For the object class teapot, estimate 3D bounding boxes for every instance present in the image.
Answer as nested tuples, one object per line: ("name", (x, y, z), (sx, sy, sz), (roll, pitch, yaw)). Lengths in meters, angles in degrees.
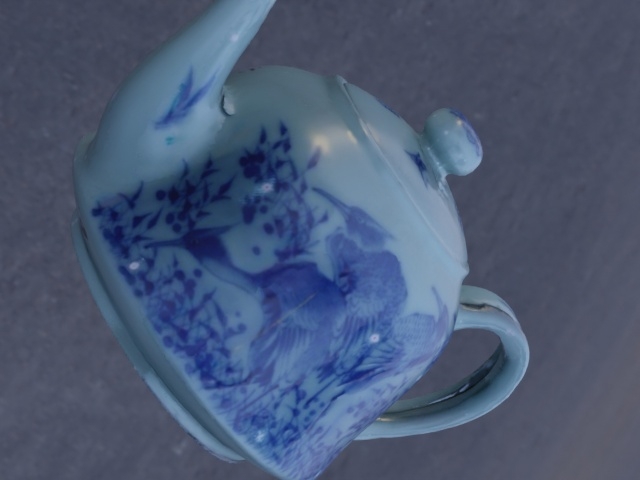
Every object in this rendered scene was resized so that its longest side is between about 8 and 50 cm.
("teapot", (0.000, 0.000, 0.553), (0.159, 0.159, 0.232), (-53, 127, -21))
